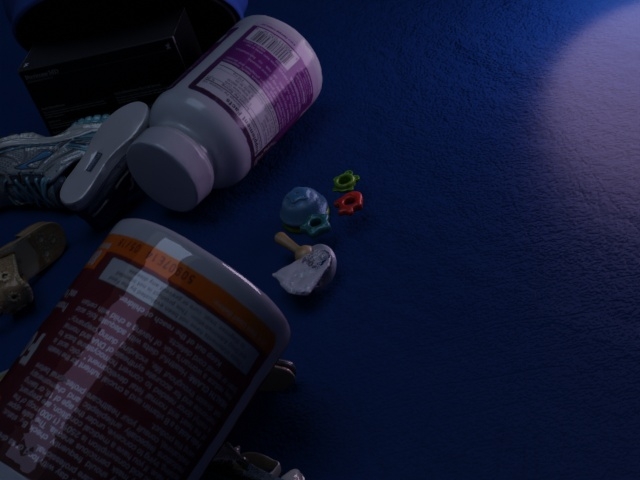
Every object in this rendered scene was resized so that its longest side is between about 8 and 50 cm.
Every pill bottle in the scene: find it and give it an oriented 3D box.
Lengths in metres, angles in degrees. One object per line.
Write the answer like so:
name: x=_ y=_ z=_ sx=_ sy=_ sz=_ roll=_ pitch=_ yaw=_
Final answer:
pill bottle: x=-0.141 y=-0.181 z=1.745 sx=0.169 sy=0.169 sz=0.301 roll=12 pitch=47 yaw=36
pill bottle: x=-0.223 y=0.193 z=1.214 sx=0.224 sy=0.224 sz=0.392 roll=19 pitch=68 yaw=41

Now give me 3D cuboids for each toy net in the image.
toy net: x=0.000 y=0.000 z=1.555 sx=0.122 sy=0.045 sz=0.232 roll=-11 pitch=39 yaw=10

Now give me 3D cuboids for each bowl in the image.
bowl: x=-0.307 y=-0.366 z=1.927 sx=0.391 sy=0.391 sz=0.077 roll=-10 pitch=77 yaw=15

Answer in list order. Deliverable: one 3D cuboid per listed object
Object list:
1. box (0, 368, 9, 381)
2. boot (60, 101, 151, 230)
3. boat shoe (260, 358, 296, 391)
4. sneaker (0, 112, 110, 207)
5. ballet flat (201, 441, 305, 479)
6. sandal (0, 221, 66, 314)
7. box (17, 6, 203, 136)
box: x=-0.332 y=0.201 z=1.375 sx=0.203 sy=0.114 sz=0.103 roll=-23 pitch=7 yaw=-4
boot: x=-0.300 y=-0.109 z=1.759 sx=0.069 sy=0.086 sz=0.190 roll=29 pitch=76 yaw=34
boat shoe: x=-0.086 y=0.147 z=1.408 sx=0.137 sy=0.049 sz=0.043 roll=-3 pitch=38 yaw=30
sneaker: x=-0.418 y=-0.101 z=1.833 sx=0.283 sy=0.110 sz=0.122 roll=-19 pitch=47 yaw=9
ballet flat: x=-0.053 y=0.254 z=1.243 sx=0.188 sy=0.070 sz=0.070 roll=20 pitch=53 yaw=39
sandal: x=-0.420 y=0.052 z=1.653 sx=0.079 sy=0.088 sz=0.240 roll=2 pitch=37 yaw=37
box: x=-0.310 y=-0.240 z=1.887 sx=0.261 sy=0.184 sz=0.103 roll=-9 pitch=39 yaw=15
